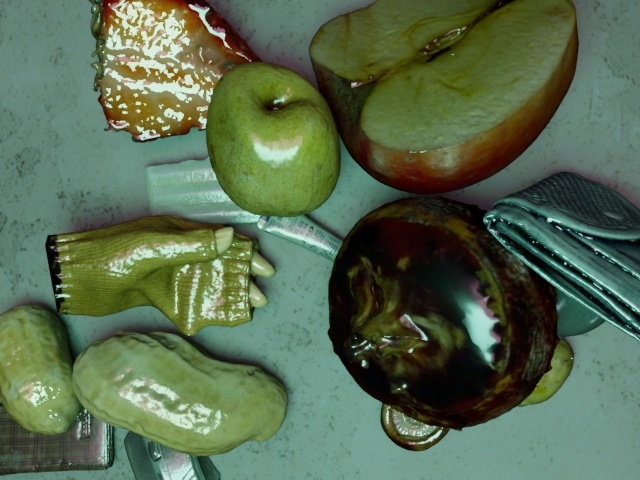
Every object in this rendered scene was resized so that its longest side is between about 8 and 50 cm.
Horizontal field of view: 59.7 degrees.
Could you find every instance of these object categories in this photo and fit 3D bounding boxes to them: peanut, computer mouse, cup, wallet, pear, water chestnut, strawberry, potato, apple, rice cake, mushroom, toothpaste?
[{"bbox_3d":[-0.226,0.248,0.890,0.340,0.174,0.158,25,107,3],"label":"peanut"},{"bbox_3d":[-0.249,0.394,0.936,0.126,0.071,0.231,-26,87,2],"label":"computer mouse"},{"bbox_3d":[0.379,0.075,0.868,0.199,0.199,0.150,28,112,3],"label":"cup"},{"bbox_3d":[0.386,-0.012,0.763,0.237,0.342,0.075,40,125,24],"label":"wallet"},{"bbox_3d":[-0.074,-0.140,0.837,0.188,0.211,0.228,-22,63,-25],"label":"pear"},{"bbox_3d":[0.148,0.110,0.786,0.350,0.302,0.351,7,100,42],"label":"water chestnut"},{"bbox_3d":[-0.231,-0.312,0.909,0.280,0.150,0.254,-10,119,-3],"label":"strawberry"},{"bbox_3d":[-0.472,0.337,0.961,0.230,0.042,0.124,-5,79,5],"label":"wallet"},{"bbox_3d":[0.350,0.210,0.906,0.091,0.070,0.138,43,92,4],"label":"potato"},{"bbox_3d":[0.178,-0.249,0.812,0.365,0.295,0.329,-33,94,-6],"label":"apple"},{"bbox_3d":[-0.467,0.214,0.915,0.129,0.129,0.224,-29,68,2],"label":"peanut"},{"bbox_3d":[-0.182,-0.081,0.952,0.237,0.043,0.127,-5,88,2],"label":"rice cake"},{"bbox_3d":[0.158,0.286,0.925,0.123,0.052,0.123,0,83,0],"label":"mushroom"},{"bbox_3d":[0.000,0.000,0.932,0.216,0.037,0.062,28,85,-7],"label":"toothpaste"}]

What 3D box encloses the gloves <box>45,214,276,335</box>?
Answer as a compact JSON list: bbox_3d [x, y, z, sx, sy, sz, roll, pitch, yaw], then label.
[{"bbox_3d":[-0.248,0.042,0.888,0.356,0.155,0.203,5,130,-10],"label":"gloves"}]
